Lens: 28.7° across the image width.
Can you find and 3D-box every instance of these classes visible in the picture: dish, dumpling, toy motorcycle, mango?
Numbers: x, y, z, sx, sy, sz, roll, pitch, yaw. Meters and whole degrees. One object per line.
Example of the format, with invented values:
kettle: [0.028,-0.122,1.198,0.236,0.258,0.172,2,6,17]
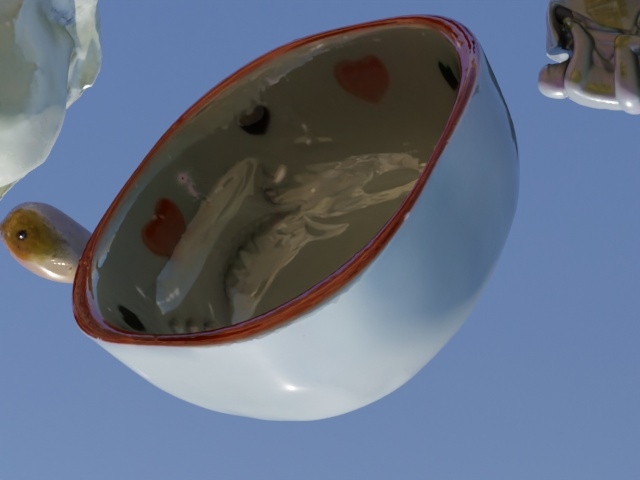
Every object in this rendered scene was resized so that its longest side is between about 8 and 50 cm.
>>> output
dish: [0.000,0.000,0.682,0.256,0.117,0.256,-26,-147,19]
dumpling: [-0.259,-0.101,0.921,0.250,0.162,0.132,-43,-117,-14]
toy motorcycle: [0.270,-0.170,1.123,0.152,0.073,0.225,-43,-116,10]
mango: [-0.251,0.005,1.184,0.060,0.114,0.080,-53,-129,3]
